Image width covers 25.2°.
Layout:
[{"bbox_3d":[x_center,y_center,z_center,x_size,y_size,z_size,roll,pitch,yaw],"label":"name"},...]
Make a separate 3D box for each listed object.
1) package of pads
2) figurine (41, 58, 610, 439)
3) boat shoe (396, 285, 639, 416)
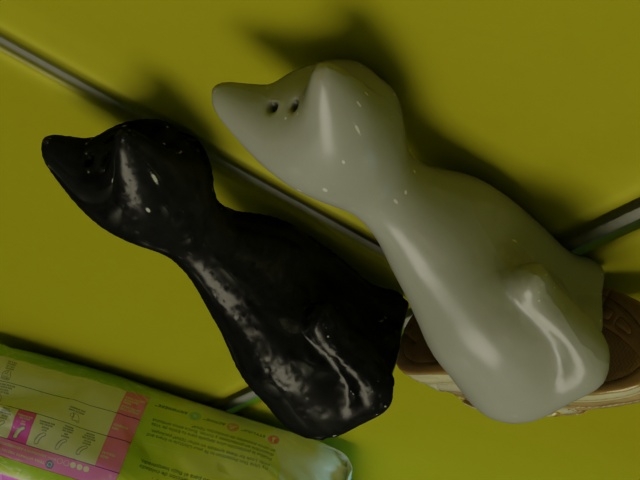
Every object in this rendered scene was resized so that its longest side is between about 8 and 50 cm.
[{"bbox_3d":[-0.123,0.191,1.088,0.297,0.101,0.229,16,155,7],"label":"package of pads"},{"bbox_3d":[0.000,0.000,0.660,0.215,0.092,0.209,-12,135,46],"label":"figurine"},{"bbox_3d":[0.114,0.059,0.719,0.059,0.063,0.170,35,160,-33],"label":"boat shoe"}]
